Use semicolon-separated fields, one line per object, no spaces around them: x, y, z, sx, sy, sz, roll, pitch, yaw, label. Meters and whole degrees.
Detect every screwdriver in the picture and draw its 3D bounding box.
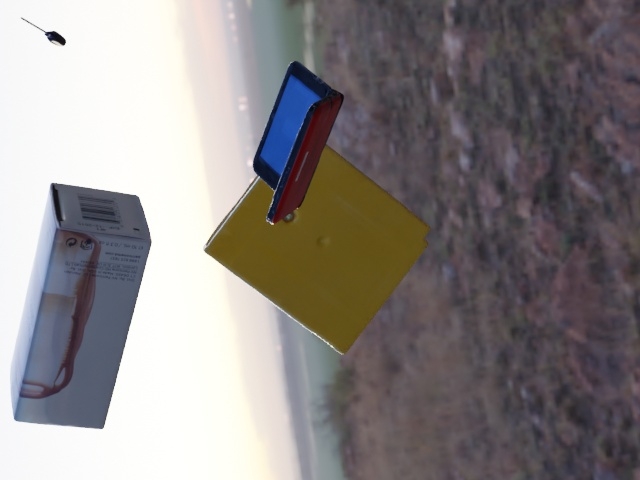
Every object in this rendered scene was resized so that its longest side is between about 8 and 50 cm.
-0.502;-0.376;2.197;0.170;0.024;0.025;5;-107;-78;screwdriver

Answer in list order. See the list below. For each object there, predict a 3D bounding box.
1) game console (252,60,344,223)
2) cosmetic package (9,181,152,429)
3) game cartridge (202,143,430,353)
-0.041;-0.108;1.323;0.124;0.085;0.144;-39;-26;-63;game console
-0.328;0.089;1.640;0.153;0.129;0.296;-122;44;-59;cosmetic package
0.000;0.000;2.174;0.323;0.285;0.052;38;179;-14;game cartridge
